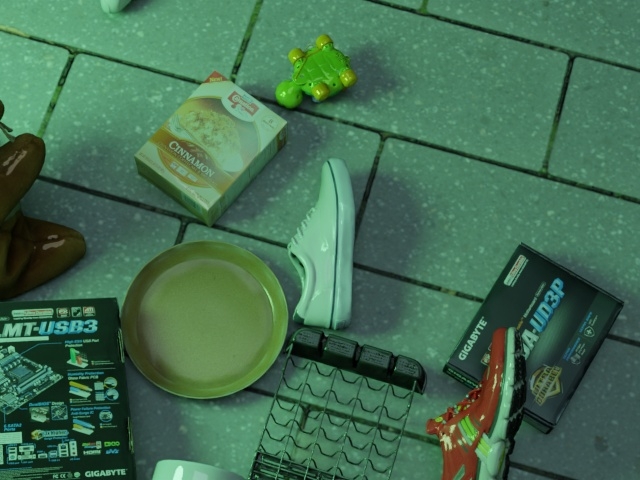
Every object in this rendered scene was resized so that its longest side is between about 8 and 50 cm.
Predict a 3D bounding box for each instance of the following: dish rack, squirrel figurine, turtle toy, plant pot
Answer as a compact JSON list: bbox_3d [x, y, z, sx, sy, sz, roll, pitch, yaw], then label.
[{"bbox_3d":[0.019,0.260,1.759,0.208,0.074,0.271,16,70,5],"label":"dish rack"},{"bbox_3d":[-0.551,-0.053,1.693,0.397,0.370,0.281,-34,74,-14],"label":"squirrel figurine"},{"bbox_3d":[-0.010,-0.247,1.956,0.130,0.066,0.095,-28,73,-12],"label":"turtle toy"},{"bbox_3d":[-0.164,0.114,1.827,0.236,0.032,0.236,1,69,-2],"label":"plant pot"}]

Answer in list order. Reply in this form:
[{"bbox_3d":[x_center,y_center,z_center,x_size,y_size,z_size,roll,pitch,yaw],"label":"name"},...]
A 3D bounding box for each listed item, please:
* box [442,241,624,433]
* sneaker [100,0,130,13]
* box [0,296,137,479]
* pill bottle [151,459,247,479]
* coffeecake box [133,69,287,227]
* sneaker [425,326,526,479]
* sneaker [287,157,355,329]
[{"bbox_3d":[0.303,0.138,1.826,0.175,0.051,0.220,31,71,10],"label":"box"},{"bbox_3d":[-0.265,-0.445,2.018,0.095,0.090,0.235,29,71,-1],"label":"sneaker"},{"bbox_3d":[-0.402,0.219,1.700,0.296,0.073,0.293,-2,55,-17],"label":"box"},{"bbox_3d":[-0.182,0.439,1.625,0.169,0.169,0.301,12,69,2],"label":"pill bottle"},{"bbox_3d":[-0.160,-0.137,1.906,0.142,0.068,0.185,36,71,12],"label":"coffeecake box"},{"bbox_3d":[0.203,0.245,1.725,0.118,0.107,0.279,14,87,19],"label":"sneaker"},{"bbox_3d":[0.000,0.000,1.845,0.091,0.094,0.258,3,69,-6],"label":"sneaker"}]
